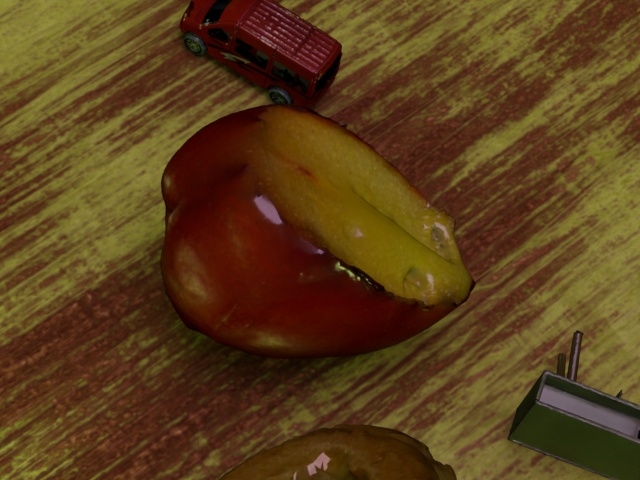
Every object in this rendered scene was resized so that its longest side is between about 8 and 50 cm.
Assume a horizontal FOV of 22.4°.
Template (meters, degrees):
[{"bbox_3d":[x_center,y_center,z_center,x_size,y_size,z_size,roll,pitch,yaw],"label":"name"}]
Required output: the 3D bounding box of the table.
[{"bbox_3d":[0.342,0.192,1.749,0.240,0.121,0.111,22,64,1],"label":"table"}]

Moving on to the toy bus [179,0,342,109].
[{"bbox_3d":[-0.072,-0.238,1.908,0.195,0.089,0.081,33,63,7],"label":"toy bus"}]

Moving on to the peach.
[{"bbox_3d":[0.000,0.000,1.697,0.338,0.281,0.281,3,64,-3],"label":"peach"}]

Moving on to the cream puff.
[{"bbox_3d":[0.020,0.340,1.532,0.327,0.231,0.343,-38,38,-21],"label":"cream puff"}]
